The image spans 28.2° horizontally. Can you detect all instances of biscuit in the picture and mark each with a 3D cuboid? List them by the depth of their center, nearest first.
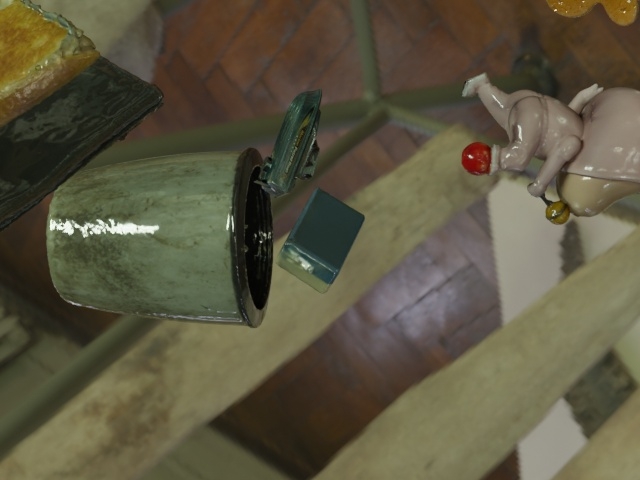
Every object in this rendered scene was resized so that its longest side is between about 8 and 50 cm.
[{"bbox_3d":[0.464,-0.417,1.968,0.250,0.036,0.165,-18,102,33],"label":"biscuit"}]

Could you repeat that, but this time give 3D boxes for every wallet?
[{"bbox_3d":[-0.297,-0.086,1.211,0.146,0.285,0.030,35,153,26],"label":"wallet"}]

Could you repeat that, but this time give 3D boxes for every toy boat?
[{"bbox_3d":[-0.027,-0.119,1.521,0.060,0.141,0.055,23,169,-15],"label":"toy boat"}]

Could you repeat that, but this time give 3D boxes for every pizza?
[{"bbox_3d":[-0.239,-0.117,0.843,0.036,0.185,0.176,57,-175,-42],"label":"pizza"}]

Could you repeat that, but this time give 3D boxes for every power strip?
[{"bbox_3d":[0.000,0.000,1.153,0.056,0.123,0.032,30,119,-2],"label":"power strip"}]

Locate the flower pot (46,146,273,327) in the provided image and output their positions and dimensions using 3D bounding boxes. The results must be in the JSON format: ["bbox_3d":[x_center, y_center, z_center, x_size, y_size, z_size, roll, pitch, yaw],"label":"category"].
[{"bbox_3d":[-0.257,-0.006,2.092,0.330,0.293,0.293,1,131,10],"label":"flower pot"}]

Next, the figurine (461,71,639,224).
[{"bbox_3d":[0.318,-0.118,1.646,0.176,0.287,0.186,-111,32,-74],"label":"figurine"}]
